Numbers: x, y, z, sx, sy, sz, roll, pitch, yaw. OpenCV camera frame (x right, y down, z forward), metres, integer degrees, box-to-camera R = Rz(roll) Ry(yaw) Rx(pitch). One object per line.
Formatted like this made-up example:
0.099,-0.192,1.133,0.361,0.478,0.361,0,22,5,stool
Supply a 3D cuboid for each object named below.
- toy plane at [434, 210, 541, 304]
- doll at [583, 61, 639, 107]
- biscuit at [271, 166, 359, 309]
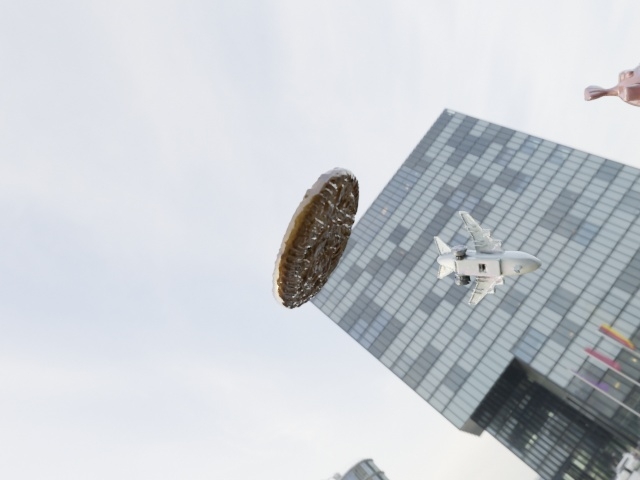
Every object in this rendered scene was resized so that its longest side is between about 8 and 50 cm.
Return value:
0.396,0.055,1.066,0.101,0.256,0.250,-27,-67,-45,toy plane
0.614,-0.283,0.764,0.211,0.262,0.093,-44,-55,-47,doll
0.001,0.001,0.536,0.187,0.027,0.187,-53,-22,-32,biscuit
